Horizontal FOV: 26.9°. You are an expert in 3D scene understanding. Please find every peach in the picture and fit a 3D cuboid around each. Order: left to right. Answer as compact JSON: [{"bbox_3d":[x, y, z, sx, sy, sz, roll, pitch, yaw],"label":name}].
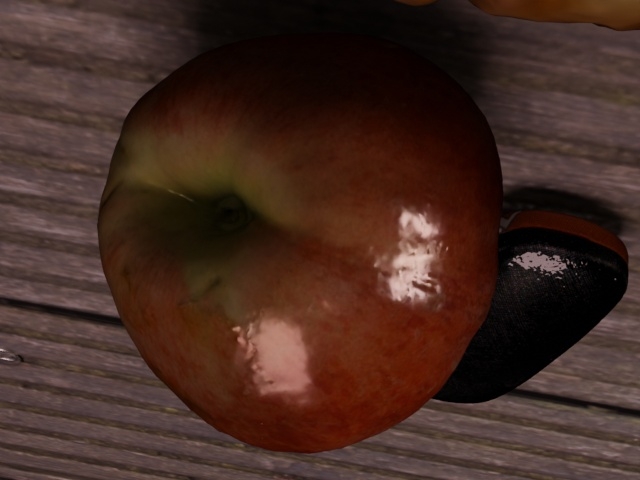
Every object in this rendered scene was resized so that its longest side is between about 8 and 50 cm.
[{"bbox_3d":[0.000,0.000,0.764,0.232,0.232,0.256,-9,166,30],"label":"peach"}]

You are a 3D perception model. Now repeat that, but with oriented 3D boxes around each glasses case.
[{"bbox_3d":[0.125,0.055,0.966,0.103,0.067,0.267,19,150,-11],"label":"glasses case"}]

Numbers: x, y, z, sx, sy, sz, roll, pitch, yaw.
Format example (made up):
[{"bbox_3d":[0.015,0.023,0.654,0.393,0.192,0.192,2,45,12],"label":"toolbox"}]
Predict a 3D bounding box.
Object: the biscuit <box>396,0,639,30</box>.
[{"bbox_3d":[0.117,-0.140,0.499,0.325,0.107,0.326,11,-176,-1],"label":"biscuit"}]
